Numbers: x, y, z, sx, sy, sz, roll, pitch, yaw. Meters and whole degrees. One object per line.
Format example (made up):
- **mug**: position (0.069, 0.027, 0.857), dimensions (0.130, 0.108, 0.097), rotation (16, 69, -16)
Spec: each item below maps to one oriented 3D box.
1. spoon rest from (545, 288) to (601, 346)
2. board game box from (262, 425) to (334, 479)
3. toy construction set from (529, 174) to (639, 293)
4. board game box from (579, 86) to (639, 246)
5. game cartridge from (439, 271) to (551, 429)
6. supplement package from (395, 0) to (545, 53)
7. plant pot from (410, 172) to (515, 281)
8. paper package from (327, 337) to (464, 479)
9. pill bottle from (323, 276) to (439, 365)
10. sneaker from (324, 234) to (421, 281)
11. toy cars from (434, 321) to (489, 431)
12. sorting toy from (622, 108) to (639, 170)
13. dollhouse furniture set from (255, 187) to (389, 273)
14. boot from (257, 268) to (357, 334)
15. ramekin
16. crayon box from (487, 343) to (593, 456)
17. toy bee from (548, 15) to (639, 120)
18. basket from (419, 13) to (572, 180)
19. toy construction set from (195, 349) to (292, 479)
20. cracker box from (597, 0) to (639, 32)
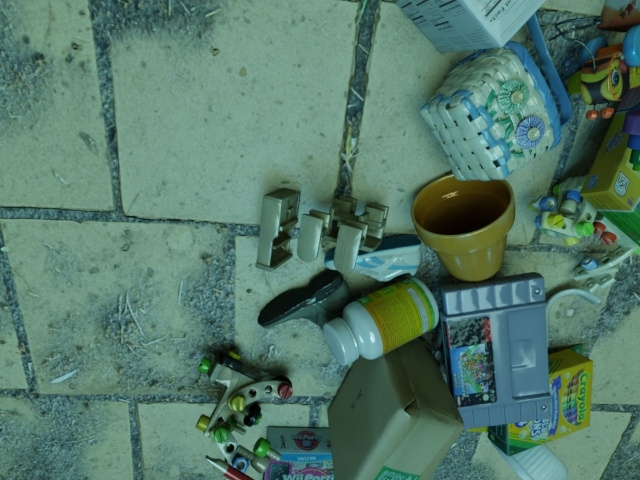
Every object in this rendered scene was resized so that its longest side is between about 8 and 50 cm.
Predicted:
- **spoon rest**: position (0.577, 0.218, 1.075), dimensions (0.276, 0.137, 0.084), rotation (-42, 70, 4)
- **board game box**: position (-0.056, 0.692, 1.218), dimensions (0.223, 0.097, 0.304), rotation (4, 111, -7)
- **toy construction set**: position (0.626, -0.021, 0.951), dimensions (0.327, 0.151, 0.215), rotation (43, 79, -27)
- **board game box**: position (0.699, -0.165, 0.872), dimensions (0.242, 0.064, 0.317), rotation (32, 79, -16)
- **game cartridge**: position (0.401, 0.261, 0.960), dimensions (0.230, 0.068, 0.355), rotation (-10, 103, -1)
- **supplement package**: position (0.272, -0.443, 0.688), dimensions (0.145, 0.262, 0.204), rotation (39, 104, -18)
- **plant pot**: position (0.322, -0.017, 0.916), dimensions (0.205, 0.205, 0.188), rotation (-25, 128, 6)
- **paper package**: position (0.160, 0.429, 1.012), dimensions (0.168, 0.309, 0.325), rotation (21, 110, -11)
- **pill bottle**: position (0.136, 0.188, 0.962), dimensions (0.245, 0.136, 0.136), rotation (-21, 114, -20)
- **sneaker**: position (0.123, 0.051, 0.975), dimensions (0.228, 0.087, 0.092), rotation (-6, 115, 0)
- **toy cars**: position (0.390, 0.333, 1.114), dimensions (0.176, 0.087, 0.394), rotation (-31, 109, -11)
- **sorting toy**: position (0.706, -0.207, 0.799), dimensions (0.365, 0.127, 0.126), rotation (-17, 118, -21)
- **dollhouse furniture set**: position (0.000, 0.000, 0.883), dimensions (0.242, 0.212, 0.161), rotation (16, 111, 17)
- **boot**: position (-0.016, 0.188, 1.026), dimensions (0.246, 0.083, 0.161), rotation (-28, 117, 9)
- **ramekin**: position (0.591, 0.608, 1.184), dimensions (0.109, 0.207, 0.207), rotation (-44, 109, 3)
- **crayon box**: position (0.604, 0.417, 1.111), dimensions (0.322, 0.083, 0.203), rotation (-11, 104, -17)
- **toy bee**: position (0.547, -0.314, 0.800), dimensions (0.298, 0.195, 0.162), rotation (-5, 100, -7)
- **basket**: position (0.363, -0.264, 0.812), dimensions (0.289, 0.201, 0.255), rotation (-46, 111, -16)
- **toy construction set**: position (-0.221, 0.413, 0.993), dimensions (0.237, 0.309, 0.257), rotation (38, 97, -13)
- **cracker box**: position (0.614, -0.509, 0.747), dimensions (0.067, 0.156, 0.232), rotation (5, 111, -6)
